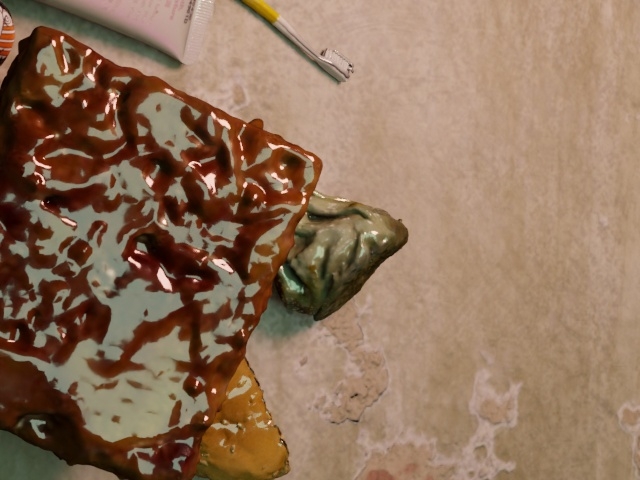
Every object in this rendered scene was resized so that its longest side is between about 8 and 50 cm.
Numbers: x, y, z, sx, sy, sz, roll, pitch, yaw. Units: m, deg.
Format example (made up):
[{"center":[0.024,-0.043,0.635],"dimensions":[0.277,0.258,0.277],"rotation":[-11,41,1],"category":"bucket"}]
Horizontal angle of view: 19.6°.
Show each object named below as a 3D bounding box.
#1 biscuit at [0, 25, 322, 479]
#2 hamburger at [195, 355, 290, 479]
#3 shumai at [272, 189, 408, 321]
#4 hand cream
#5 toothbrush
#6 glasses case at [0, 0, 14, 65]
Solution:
[{"center":[-0.222,0.019,1.880],"dimensions":[0.343,0.166,0.395],"rotation":[26,89,-18],"category":"biscuit"},{"center":[-0.131,0.165,2.059],"dimensions":[0.131,0.124,0.262],"rotation":[-28,106,-24],"category":"hamburger"},{"center":[0.002,-0.001,2.155],"dimensions":[0.184,0.184,0.142],"rotation":[-40,83,-24],"category":"shumai"},{"center":[-0.254,-0.313,1.963],"dimensions":[0.359,0.118,0.185],"rotation":[12,94,-39],"category":"hand cream"},{"center":[-0.067,-0.269,2.130],"dimensions":[0.288,0.021,0.024],"rotation":[36,64,-30],"category":"toothbrush"},{"center":[-0.431,-0.237,1.852],"dimensions":[0.267,0.067,0.103],"rotation":[23,122,-31],"category":"glasses case"}]
